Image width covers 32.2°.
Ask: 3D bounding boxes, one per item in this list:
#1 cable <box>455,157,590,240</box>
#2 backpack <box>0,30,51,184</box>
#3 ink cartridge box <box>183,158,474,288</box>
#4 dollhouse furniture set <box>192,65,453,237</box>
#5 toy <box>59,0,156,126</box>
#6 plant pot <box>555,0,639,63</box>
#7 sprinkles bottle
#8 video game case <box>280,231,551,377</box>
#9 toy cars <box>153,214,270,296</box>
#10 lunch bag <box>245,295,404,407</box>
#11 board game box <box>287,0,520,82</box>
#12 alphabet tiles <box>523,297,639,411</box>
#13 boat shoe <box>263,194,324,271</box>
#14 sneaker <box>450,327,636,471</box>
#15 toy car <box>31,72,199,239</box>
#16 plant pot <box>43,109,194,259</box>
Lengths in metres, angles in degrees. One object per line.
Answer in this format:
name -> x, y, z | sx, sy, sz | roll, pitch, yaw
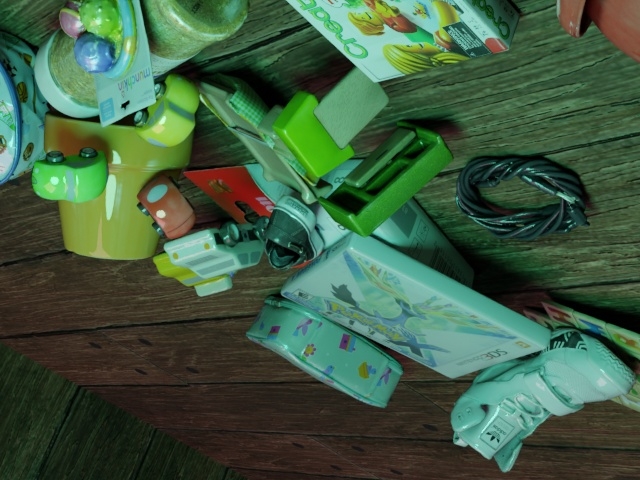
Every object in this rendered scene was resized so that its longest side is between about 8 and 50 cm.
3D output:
cable -> 0.249, -0.054, 1.433 | 0.184, 0.047, 0.150 | 2, 150, 38
backpack -> -0.517, -0.183, 1.554 | 0.263, 0.213, 0.276 | -4, 111, 12
ink cartridge box -> 0.000, 0.000, 1.705 | 0.385, 0.091, 0.308 | -1, 148, 39
dollhouse furniture set -> -0.008, -0.155, 1.410 | 0.197, 0.151, 0.301 | 51, 170, -30
toy -> -0.248, -0.252, 1.208 | 0.056, 0.237, 0.137 | -6, 177, -35
plant pot -> 0.289, -0.224, 0.867 | 0.174, 0.191, 0.191 | 23, 157, 14
sprinkles bottle -> -0.222, -0.246, 1.323 | 0.121, 0.121, 0.355 | 33, 153, -26
video game case -> 0.133, 0.107, 1.671 | 0.329, 0.036, 0.300 | 27, 157, -12
toy cars -> -0.157, 0.032, 1.690 | 0.176, 0.087, 0.394 | -16, 178, -14
lunch bag -> 0.003, 0.202, 2.081 | 0.279, 0.108, 0.224 | 33, 172, -18
board game box -> 0.035, -0.282, 1.114 | 0.193, 0.053, 0.305 | -6, 144, 48
alphabet tiles -> 0.477, 0.204, 1.707 | 0.342, 0.011, 0.285 | 22, 159, 43
boat shoe -> -0.045, 0.005, 1.548 | 0.080, 0.076, 0.228 | 33, 169, 4
sneaker -> 0.337, 0.258, 1.749 | 0.137, 0.210, 0.366 | 41, 164, -13
toy car -> -0.252, -0.085, 1.413 | 0.053, 0.225, 0.239 | 42, 135, 47
plant pot -> -0.286, -0.077, 1.551 | 0.205, 0.188, 0.205 | 6, -170, -1
